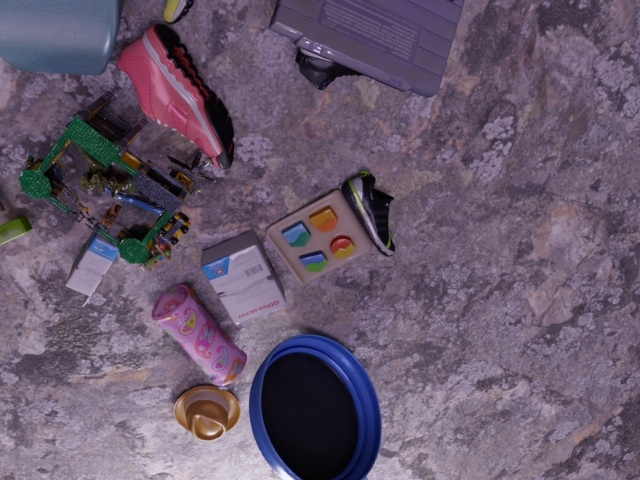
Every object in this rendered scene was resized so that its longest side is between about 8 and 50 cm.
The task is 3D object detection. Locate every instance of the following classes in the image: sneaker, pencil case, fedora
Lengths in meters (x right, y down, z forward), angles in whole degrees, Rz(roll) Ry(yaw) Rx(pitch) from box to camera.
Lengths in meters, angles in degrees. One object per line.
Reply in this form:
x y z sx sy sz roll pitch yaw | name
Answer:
0.140 -0.062 1.397 0.097 0.084 0.234 -31 120 6 | sneaker
-0.288 -0.273 1.200 0.136 0.116 0.313 -21 118 18 | sneaker
-0.263 -0.505 1.080 0.094 0.081 0.208 17 108 -11 | sneaker
-0.299 0.241 1.467 0.124 0.124 0.284 -28 122 6 | pencil case
-0.405 -0.119 1.282 0.188 0.067 0.078 23 91 -20 | sneaker
0.051 -0.357 1.225 0.217 0.079 0.121 18 125 -19 | sneaker
-0.313 0.491 1.629 0.195 0.079 0.194 -4 119 -8 | fedora

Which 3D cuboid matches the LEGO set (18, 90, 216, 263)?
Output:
-0.397 -0.133 1.184 0.331 0.192 0.255 31 117 -13 | LEGO set

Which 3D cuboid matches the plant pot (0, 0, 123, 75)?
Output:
-0.447 -0.426 0.998 0.247 0.247 0.252 0 137 -11 | plant pot

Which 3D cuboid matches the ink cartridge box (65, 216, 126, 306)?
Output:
-0.511 0.049 1.325 0.060 0.104 0.180 30 110 -24 | ink cartridge box

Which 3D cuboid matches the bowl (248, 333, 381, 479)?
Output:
-0.011 0.433 1.491 0.391 0.391 0.077 32 135 -25 | bowl

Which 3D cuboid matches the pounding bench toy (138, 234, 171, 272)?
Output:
-0.380 0.035 1.354 0.065 0.083 0.052 -28 120 7 | pounding bench toy

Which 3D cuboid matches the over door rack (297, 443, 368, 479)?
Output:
-0.009 0.575 1.644 0.108 0.239 0.324 -45 118 9 | over door rack

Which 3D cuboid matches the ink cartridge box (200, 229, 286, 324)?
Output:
-0.183 0.091 1.424 0.140 0.082 0.190 -22 122 3 | ink cartridge box

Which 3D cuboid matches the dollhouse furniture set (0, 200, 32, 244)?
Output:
-0.756 -0.114 1.211 0.198 0.151 0.301 -29 104 -18 | dollhouse furniture set

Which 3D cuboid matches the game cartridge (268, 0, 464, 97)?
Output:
0.095 -0.438 1.136 0.355 0.068 0.230 18 91 -19 | game cartridge

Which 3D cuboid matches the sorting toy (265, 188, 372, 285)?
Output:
0.000 0.000 1.432 0.208 0.038 0.193 -30 120 7 | sorting toy
